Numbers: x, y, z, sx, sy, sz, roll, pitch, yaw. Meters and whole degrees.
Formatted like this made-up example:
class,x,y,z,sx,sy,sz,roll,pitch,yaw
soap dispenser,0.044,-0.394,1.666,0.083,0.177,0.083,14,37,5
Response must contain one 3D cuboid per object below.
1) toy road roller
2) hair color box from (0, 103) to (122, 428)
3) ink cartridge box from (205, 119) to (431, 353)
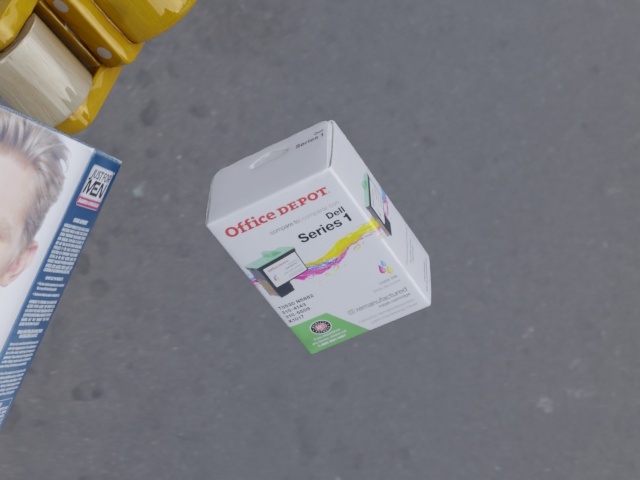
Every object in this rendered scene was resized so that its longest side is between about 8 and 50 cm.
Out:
class,x,y,z,sx,sy,sz,roll,pitch,yaw
toy road roller,-0.319,-0.328,1.751,0.202,0.240,0.329,48,52,-36
hair color box,-0.339,0.044,1.131,0.174,0.105,0.347,24,89,7
ink cartridge box,0.000,0.000,1.706,0.278,0.201,0.117,53,24,-31
